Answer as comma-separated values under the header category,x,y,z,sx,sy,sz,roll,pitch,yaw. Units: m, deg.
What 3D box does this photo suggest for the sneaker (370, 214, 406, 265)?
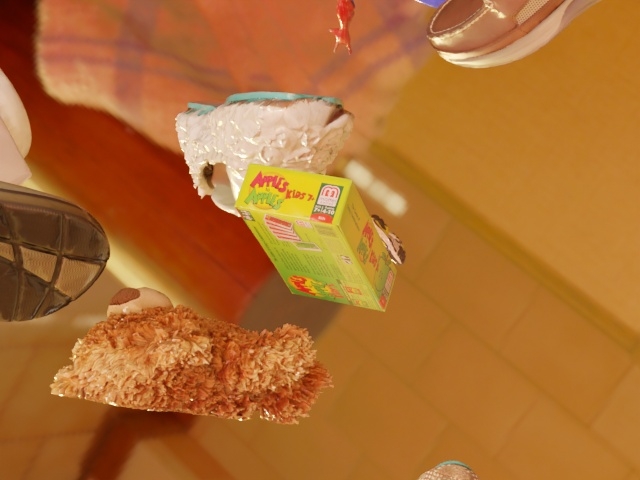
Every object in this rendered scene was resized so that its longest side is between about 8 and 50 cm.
category,x,y,z,sx,sy,sz,roll,pitch,yaw
sneaker,0.088,0.003,2.077,0.035,0.083,0.031,-34,-178,34

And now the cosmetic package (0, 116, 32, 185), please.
category,x,y,z,sx,sy,sz,roll,pitch,yaw
cosmetic package,-0.487,-0.195,1.542,0.156,0.217,0.385,-43,134,-24

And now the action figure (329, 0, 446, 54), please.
category,x,y,z,sx,sy,sz,roll,pitch,yaw
action figure,0.108,-0.264,1.611,0.139,0.280,0.091,81,29,-58

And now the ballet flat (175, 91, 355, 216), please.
category,x,y,z,sx,sy,sz,roll,pitch,yaw
ballet flat,-0.063,-0.090,1.589,0.147,0.147,0.409,-46,-166,-8

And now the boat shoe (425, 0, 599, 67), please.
category,x,y,z,sx,sy,sz,roll,pitch,yaw
boat shoe,0.199,-0.257,1.288,0.324,0.116,0.123,-28,-148,47

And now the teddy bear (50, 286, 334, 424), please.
category,x,y,z,sx,sy,sz,roll,pitch,yaw
teddy bear,-0.122,0.116,1.451,0.338,0.245,0.113,15,80,-45

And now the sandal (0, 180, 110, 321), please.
category,x,y,z,sx,sy,sz,roll,pitch,yaw
sandal,-0.280,-0.027,1.057,0.303,0.086,0.120,22,122,-38

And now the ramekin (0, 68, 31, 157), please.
category,x,y,z,sx,sy,sz,roll,pitch,yaw
ramekin,-0.554,-0.177,2.056,0.135,0.277,0.277,-50,157,-31

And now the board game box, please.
category,x,y,z,sx,sy,sz,roll,pitch,yaw
board game box,0.000,0.000,1.261,0.181,0.092,0.043,60,44,-61

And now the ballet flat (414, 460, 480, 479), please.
category,x,y,z,sx,sy,sz,roll,pitch,yaw
ballet flat,0.065,0.270,1.307,0.206,0.073,0.067,-49,-161,36
